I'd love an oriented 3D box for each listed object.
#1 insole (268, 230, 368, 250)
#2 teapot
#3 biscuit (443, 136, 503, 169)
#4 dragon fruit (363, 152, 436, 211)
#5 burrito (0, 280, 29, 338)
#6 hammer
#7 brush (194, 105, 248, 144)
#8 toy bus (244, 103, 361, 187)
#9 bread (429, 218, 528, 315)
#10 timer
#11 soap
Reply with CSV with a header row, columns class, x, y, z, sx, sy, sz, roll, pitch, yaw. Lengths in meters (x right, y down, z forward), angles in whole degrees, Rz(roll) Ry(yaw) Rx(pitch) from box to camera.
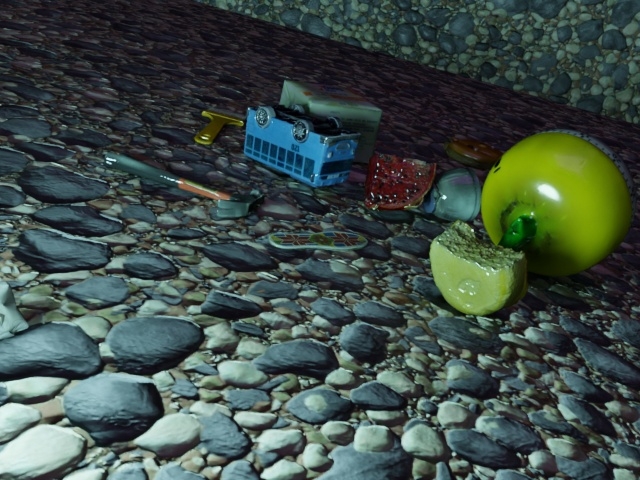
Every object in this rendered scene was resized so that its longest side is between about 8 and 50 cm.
class,x,y,z,sx,sy,sz,roll,pitch,yaw
insole,0.000,0.000,1.213,0.193,0.006,0.065,0,28,-30
teapot,0.253,-0.100,1.456,0.108,0.111,0.149,-3,31,-16
biscuit,0.414,-0.244,1.927,0.170,0.050,0.170,13,23,-6
dragon fruit,0.148,-0.112,1.438,0.120,0.127,0.161,15,2,-9
burrito,-0.397,0.088,0.729,0.064,0.064,0.203,30,28,30
hammer,-0.248,-0.103,1.263,0.287,0.033,0.111,19,24,10
brush,-0.240,-0.264,1.641,0.103,0.013,0.272,15,25,0
toy bus,-0.041,-0.196,1.459,0.234,0.134,0.116,27,26,36
bread,0.239,0.053,1.098,0.156,0.125,0.086,30,36,35
timer,0.393,-0.046,1.259,0.285,0.285,0.285,12,24,-6
soap,0.014,-0.279,1.665,0.199,0.139,0.182,2,26,-26
